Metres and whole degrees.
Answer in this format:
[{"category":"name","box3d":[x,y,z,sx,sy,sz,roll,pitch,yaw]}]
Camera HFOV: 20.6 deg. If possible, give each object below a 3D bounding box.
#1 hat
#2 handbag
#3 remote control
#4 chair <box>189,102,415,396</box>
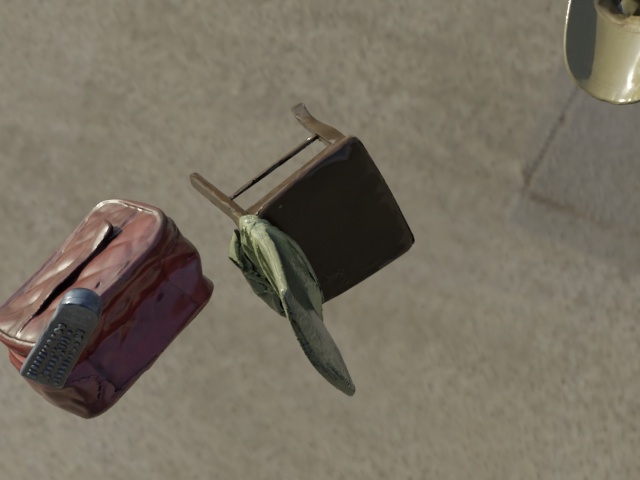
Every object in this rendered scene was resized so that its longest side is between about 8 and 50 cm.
[{"category":"hat","box3d":[0.352,-0.241,1.934,0.166,0.144,0.173,15,108,30]},{"category":"handbag","box3d":[-0.229,0.067,1.842,0.225,0.135,0.146,-46,34,-20]},{"category":"remote control","box3d":[-0.235,0.090,1.620,0.043,0.152,0.027,16,51,-18]},{"category":"chair","box3d":[0.000,0.000,1.826,0.186,0.160,0.319,-34,31,-8]}]
